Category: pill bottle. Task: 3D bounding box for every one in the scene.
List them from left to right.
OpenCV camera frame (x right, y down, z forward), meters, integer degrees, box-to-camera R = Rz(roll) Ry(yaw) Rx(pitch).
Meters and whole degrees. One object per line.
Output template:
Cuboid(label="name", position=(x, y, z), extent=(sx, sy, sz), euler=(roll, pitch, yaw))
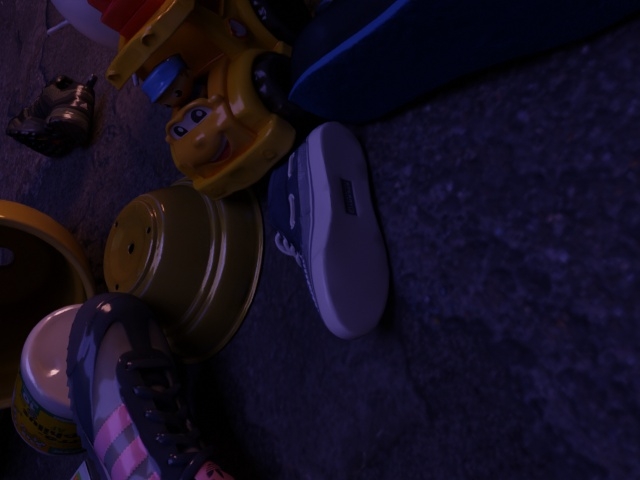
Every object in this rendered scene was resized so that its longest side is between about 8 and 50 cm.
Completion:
Cuboid(label="pill bottle", position=(-0.265, 0.162, 0.667), extent=(0.208, 0.118, 0.117), euler=(-49, 46, 48))

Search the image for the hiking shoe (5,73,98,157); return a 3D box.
Cuboid(label="hiking shoe", position=(-0.426, -0.205, 1.005), extent=(0.227, 0.086, 0.114), euler=(2, 66, 40))

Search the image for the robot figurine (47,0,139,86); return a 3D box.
Cuboid(label="robot figurine", position=(-0.188, -0.363, 0.707), extent=(0.300, 0.200, 0.353), euler=(34, 104, 11))

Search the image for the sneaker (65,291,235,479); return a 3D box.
Cuboid(label="sneaker", position=(-0.122, 0.186, 0.529), extent=(0.131, 0.112, 0.318), euler=(-22, 79, 31))

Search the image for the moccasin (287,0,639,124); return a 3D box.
Cuboid(label="moccasin", position=(0.091, -0.189, 0.416), extent=(0.342, 0.138, 0.116), euler=(-12, 65, 42))

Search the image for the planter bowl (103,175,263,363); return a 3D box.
Cuboid(label="planter bowl", position=(-0.163, 0.016, 0.646), extent=(0.217, 0.090, 0.217), euler=(-16, 67, 43))

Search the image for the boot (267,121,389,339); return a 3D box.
Cuboid(label="boot", position=(0.000, 0.000, 0.510), extent=(0.086, 0.069, 0.189), euler=(-34, 47, 43))

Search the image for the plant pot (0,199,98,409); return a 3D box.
Cuboid(label="plant pot", position=(-0.432, 0.054, 0.819), extent=(0.253, 0.254, 0.239), euler=(-66, 28, 9))

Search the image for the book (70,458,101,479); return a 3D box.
Cuboid(label="book", position=(-0.274, 0.331, 0.709), extent=(0.144, 0.035, 0.096), euler=(-50, 51, 24))

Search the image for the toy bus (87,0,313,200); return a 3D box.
Cuboid(label="toy bus", position=(-0.124, -0.177, 0.568), extent=(0.149, 0.211, 0.220), euler=(-27, 51, 36))
